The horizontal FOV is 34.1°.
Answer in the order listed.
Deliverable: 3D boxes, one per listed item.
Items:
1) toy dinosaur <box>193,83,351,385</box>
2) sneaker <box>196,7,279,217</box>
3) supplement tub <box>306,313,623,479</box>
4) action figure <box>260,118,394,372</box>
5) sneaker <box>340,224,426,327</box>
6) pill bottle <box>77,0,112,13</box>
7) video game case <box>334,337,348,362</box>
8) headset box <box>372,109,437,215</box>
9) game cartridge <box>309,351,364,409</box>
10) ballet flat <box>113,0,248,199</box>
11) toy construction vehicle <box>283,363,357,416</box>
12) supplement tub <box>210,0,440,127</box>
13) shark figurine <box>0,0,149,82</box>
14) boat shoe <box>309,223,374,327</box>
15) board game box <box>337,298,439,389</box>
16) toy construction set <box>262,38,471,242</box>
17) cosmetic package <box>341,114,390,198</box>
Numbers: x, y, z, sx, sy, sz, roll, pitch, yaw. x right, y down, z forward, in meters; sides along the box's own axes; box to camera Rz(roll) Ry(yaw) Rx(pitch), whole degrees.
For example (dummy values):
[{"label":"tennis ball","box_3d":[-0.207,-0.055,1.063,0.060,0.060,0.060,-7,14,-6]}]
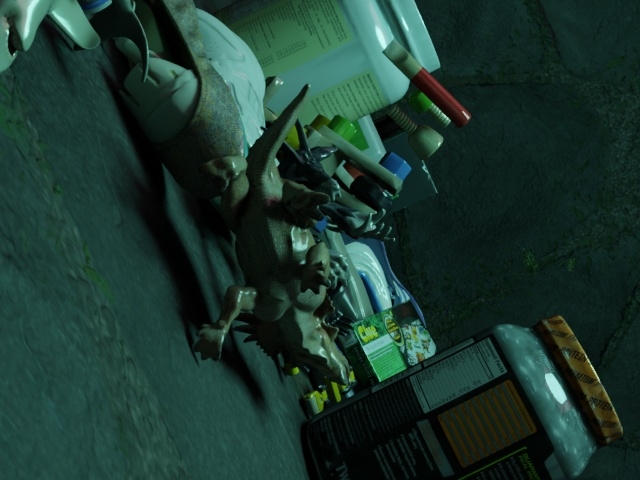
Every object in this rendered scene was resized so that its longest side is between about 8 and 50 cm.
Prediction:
[{"label":"toy dinosaur","box_3d":[-0.044,0.005,1.001,0.200,0.127,0.295,-29,116,-84]},{"label":"sneaker","box_3d":[-0.117,-0.153,1.223,0.152,0.114,0.305,40,27,-74]},{"label":"supplement tub","box_3d":[0.161,0.219,1.173,0.193,0.316,0.193,63,5,-10]},{"label":"action figure","box_3d":[0.000,0.000,1.155,0.164,0.141,0.275,-40,136,-44]},{"label":"sneaker","box_3d":[0.087,0.135,1.762,0.236,0.130,0.322,-75,145,-64]},{"label":"pill bottle","box_3d":[-0.235,-0.275,0.944,0.137,0.078,0.078,53,15,-59]},{"label":"video game case","box_3d":[-0.019,0.108,1.303,0.122,0.011,0.087,25,35,-43]},{"label":"headset box","box_3d":[0.075,-0.120,1.956,0.283,0.246,0.131,-83,148,-74]},{"label":"game cartridge","box_3d":[0.095,0.232,1.435,0.294,0.060,0.196,11,56,-59]},{"label":"ballet flat","box_3d":[-0.166,-0.169,1.091,0.106,0.107,0.316,29,27,-43]},{"label":"toy construction vehicle","box_3d":[-0.002,0.160,1.255,0.098,0.035,0.085,-40,118,-49]},{"label":"supplement tub","box_3d":[-0.012,-0.274,1.535,0.235,0.325,0.235,-24,90,-83]},{"label":"shark figurine","box_3d":[-0.218,-0.210,0.815,0.278,0.116,0.166,-42,141,-74]},{"label":"boat shoe","box_3d":[0.008,0.064,1.571,0.112,0.096,0.335,-70,140,-75]},{"label":"board game box","box_3d":[0.106,0.160,1.430,0.136,0.030,0.260,65,22,6]},{"label":"toy construction set","box_3d":[0.001,-0.140,1.343,0.237,0.309,0.257,44,18,-12]},{"label":"cosmetic package","box_3d":[-0.026,-0.220,1.768,0.365,0.197,0.155,67,8,27]}]
